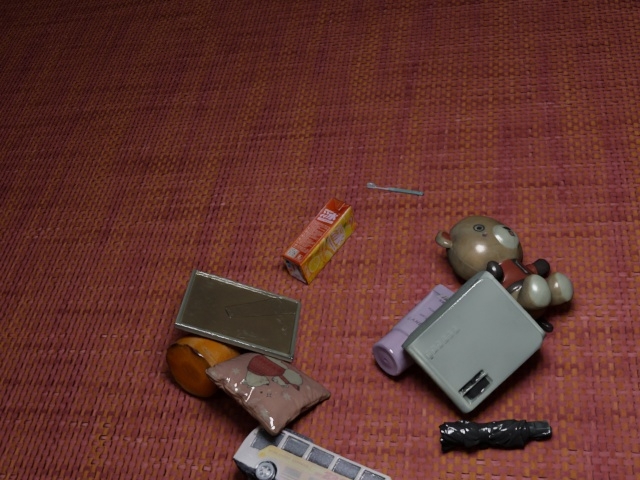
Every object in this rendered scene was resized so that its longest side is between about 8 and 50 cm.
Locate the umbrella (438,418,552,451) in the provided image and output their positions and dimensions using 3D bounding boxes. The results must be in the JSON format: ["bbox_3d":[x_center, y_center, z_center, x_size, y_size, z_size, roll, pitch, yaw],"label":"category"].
[{"bbox_3d":[0.370,0.407,1.644,0.236,0.066,0.059,-6,45,7],"label":"umbrella"}]

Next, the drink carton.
[{"bbox_3d":[0.000,0.000,2.047,0.071,0.096,0.223,27,63,31],"label":"drink carton"}]

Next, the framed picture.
[{"bbox_3d":[-0.193,0.178,1.886,0.289,0.016,0.213,17,35,-8],"label":"framed picture"}]

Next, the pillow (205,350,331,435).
[{"bbox_3d":[-0.121,0.332,1.774,0.236,0.084,0.223,34,28,26],"label":"pillow"}]

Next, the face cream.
[{"bbox_3d":[0.249,0.210,1.830,0.274,0.096,0.154,-33,47,-29],"label":"face cream"}]

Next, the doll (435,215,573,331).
[{"bbox_3d":[0.433,0.071,1.838,0.235,0.174,0.330,-7,44,-35],"label":"doll"}]

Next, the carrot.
[{"bbox_3d":[-0.249,0.250,1.894,0.159,0.159,0.225,20,45,28],"label":"carrot"}]

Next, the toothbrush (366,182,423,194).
[{"bbox_3d":[0.206,-0.143,2.160,0.167,0.014,0.011,10,47,22],"label":"toothbrush"}]

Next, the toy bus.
[{"bbox_3d":[-0.016,0.503,1.649,0.343,0.097,0.138,18,57,26],"label":"toy bus"}]

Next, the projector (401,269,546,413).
[{"bbox_3d":[0.334,0.220,1.696,0.250,0.108,0.198,-43,90,-1],"label":"projector"}]
